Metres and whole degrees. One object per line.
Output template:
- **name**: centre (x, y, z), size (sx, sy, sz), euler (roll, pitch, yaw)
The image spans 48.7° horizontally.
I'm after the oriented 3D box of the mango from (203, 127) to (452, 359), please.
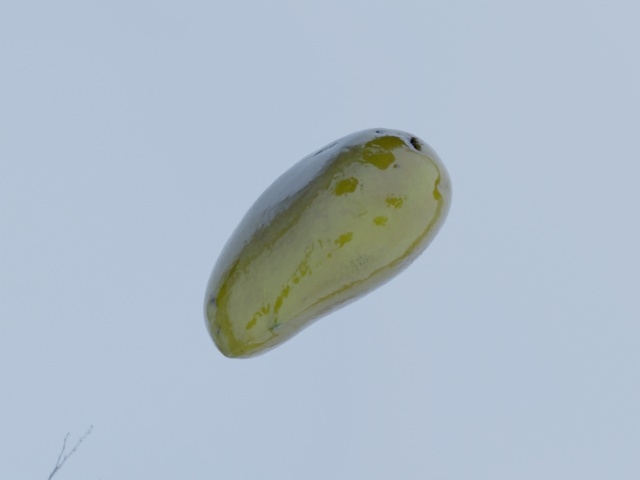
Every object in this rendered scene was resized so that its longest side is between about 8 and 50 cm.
- **mango**: centre (0.000, 0.000, 0.389), size (0.161, 0.103, 0.076), euler (-42, -61, -8)
